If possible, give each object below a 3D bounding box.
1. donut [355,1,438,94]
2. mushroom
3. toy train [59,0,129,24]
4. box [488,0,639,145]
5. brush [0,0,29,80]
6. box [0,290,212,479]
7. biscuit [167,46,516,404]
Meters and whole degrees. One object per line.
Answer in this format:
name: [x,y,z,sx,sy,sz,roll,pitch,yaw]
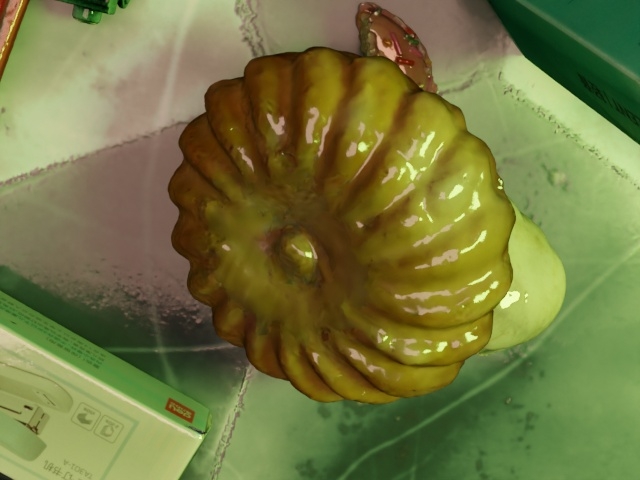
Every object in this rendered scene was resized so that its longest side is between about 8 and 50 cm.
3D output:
donut: [0.050,-0.120,0.934,0.117,0.065,0.166,26,101,-6]
mushroom: [0.148,0.027,0.938,0.154,0.122,0.154,10,71,-30]
toy train: [-0.186,-0.270,0.878,0.070,0.099,0.172,14,102,-4]
box: [0.274,-0.193,0.797,0.205,0.311,0.118,-40,122,6]
brush: [-0.290,-0.187,0.908,0.051,0.070,0.323,19,99,-9]
box: [-0.246,0.161,0.973,0.269,0.079,0.135,31,99,-7]
biscuit: [0.000,0.000,0.868,0.326,0.107,0.325,13,118,26]
